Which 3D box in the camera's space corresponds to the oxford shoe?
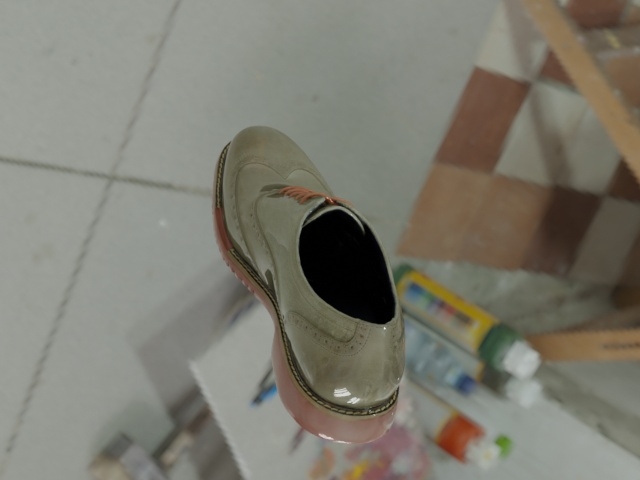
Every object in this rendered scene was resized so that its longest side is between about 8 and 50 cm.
[{"bbox_3d":[0.000,0.000,1.505,0.140,0.397,0.146,-2,131,-24],"label":"oxford shoe"}]
